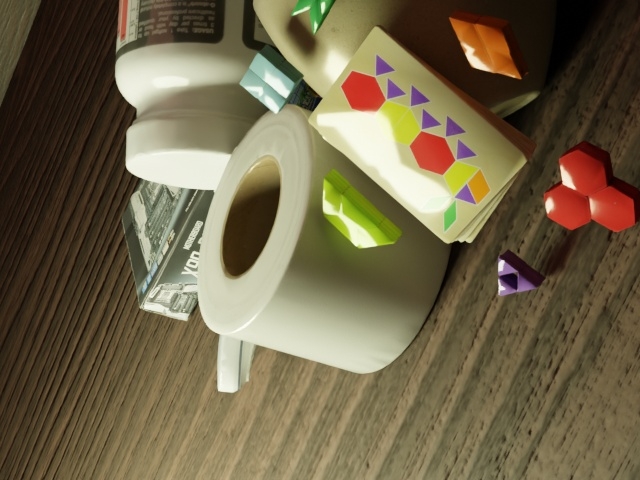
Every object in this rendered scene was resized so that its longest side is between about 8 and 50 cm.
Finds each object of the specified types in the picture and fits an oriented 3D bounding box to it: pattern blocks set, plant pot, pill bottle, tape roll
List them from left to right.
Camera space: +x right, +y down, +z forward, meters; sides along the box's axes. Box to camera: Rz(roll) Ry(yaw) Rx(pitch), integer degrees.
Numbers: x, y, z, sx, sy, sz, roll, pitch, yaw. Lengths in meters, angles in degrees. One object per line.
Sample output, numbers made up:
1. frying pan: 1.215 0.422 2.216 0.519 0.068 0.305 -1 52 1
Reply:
1. pill bottle: -0.129 -0.254 1.583 0.210 0.210 0.363 -17 68 59
2. tape roll: 0.000 0.000 1.413 0.246 0.169 0.246 -40 41 47
3. pattern blocks set: 0.089 -0.087 1.176 0.285 0.325 0.026 -39 6 46
4. plant pot: 0.106 -0.193 1.270 0.284 0.284 0.191 -32 82 53

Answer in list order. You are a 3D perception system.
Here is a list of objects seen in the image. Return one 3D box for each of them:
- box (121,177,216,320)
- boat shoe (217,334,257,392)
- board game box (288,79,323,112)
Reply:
1. box: -0.170 -0.082 1.903 0.307 0.076 0.242 -60 28 24
2. boat shoe: -0.063 0.055 1.593 0.095 0.084 0.258 108 173 -72
3. board game box: -0.022 -0.255 1.672 0.194 0.060 0.194 34 106 41
